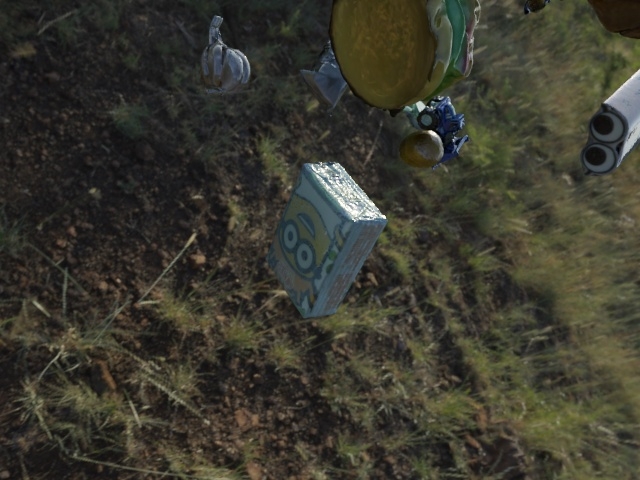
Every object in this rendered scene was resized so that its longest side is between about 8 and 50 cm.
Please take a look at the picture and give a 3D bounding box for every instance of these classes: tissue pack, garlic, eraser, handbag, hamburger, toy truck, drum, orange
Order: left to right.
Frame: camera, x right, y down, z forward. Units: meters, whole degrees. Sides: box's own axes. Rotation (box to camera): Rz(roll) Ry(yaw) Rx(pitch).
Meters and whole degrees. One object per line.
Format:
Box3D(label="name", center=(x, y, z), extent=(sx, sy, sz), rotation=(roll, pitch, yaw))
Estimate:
Box3D(label="garlic", center=(-0.239, -0.457, 1.465), extent=(0.131, 0.127, 0.194), rotation=(-60, 147, -86))
Box3D(label="tissue pack", center=(0.000, 0.000, 1.407), extent=(0.128, 0.311, 0.228), rotation=(-3, 42, -36))
Box3D(label="handbag", center=(0.036, -0.567, 1.943), extent=(0.182, 0.117, 0.270), rotation=(46, 60, -33))
Box3D(label="hamburger", center=(0.135, -0.318, 0.879), extent=(0.149, 0.237, 0.237), rotation=(-25, 85, -32))
Box3D(label="drum", center=(0.325, -0.438, 2.068), extent=(0.130, 0.049, 0.253), rotation=(61, 32, 3))
Box3D(label="orange", center=(0.217, -0.196, 1.266), extent=(0.085, 0.095, 0.085), rotation=(2, 90, -73))
Box3D(label="toy truck", center=(0.382, -0.331, 1.807), extent=(0.113, 0.126, 0.208), rotation=(-52, 136, -41))
Box3D(label="eraser", center=(0.674, -0.266, 1.292), extent=(0.087, 0.171, 0.290), rotation=(27, 46, 32))

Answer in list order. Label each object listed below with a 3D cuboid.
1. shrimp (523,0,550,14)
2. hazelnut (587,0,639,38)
Box3D(label="shrimp", center=(0.426, -0.539, 1.166), extent=(0.445, 0.221, 0.110), rotation=(-73, 153, -55))
Box3D(label="hazelnut", center=(0.509, -0.396, 0.846), extent=(0.212, 0.181, 0.181), rotation=(25, 84, -7))
